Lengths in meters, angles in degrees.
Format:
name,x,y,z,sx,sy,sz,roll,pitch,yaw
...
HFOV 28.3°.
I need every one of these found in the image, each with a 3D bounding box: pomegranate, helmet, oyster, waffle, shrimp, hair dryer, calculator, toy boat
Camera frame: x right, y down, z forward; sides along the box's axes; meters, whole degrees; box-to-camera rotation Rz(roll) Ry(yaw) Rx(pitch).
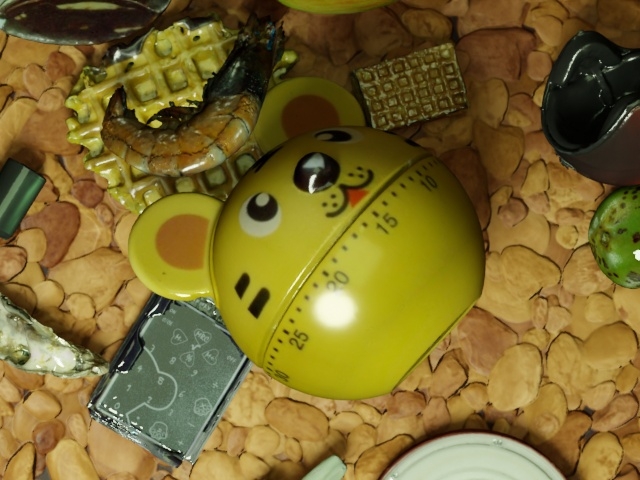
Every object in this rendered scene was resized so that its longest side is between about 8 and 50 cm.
name,x,y,z,sx,sy,sz,roll,pitch,yaw
pomegranate,0.452,-0.013,1.709,0.169,0.122,0.143,-5,57,-3
helmet,0.402,-0.169,1.678,0.216,0.193,0.189,-26,44,2
oyster,-0.376,0.137,1.657,0.200,0.061,0.106,42,101,8
waffle,-0.171,-0.171,1.694,0.307,0.060,0.312,35,83,-4
shrimp,-0.162,-0.191,1.613,0.222,0.054,0.290,8,53,28
hair dryer,-0.467,-0.089,1.670,0.198,0.057,0.100,31,83,6
calculator,-0.175,0.151,1.684,0.166,0.028,0.274,31,83,-3
waffle,0.122,-0.205,1.731,0.148,0.042,0.102,-16,86,-6
toy boat,-0.315,-0.331,1.674,0.262,0.114,0.115,-3,53,-6

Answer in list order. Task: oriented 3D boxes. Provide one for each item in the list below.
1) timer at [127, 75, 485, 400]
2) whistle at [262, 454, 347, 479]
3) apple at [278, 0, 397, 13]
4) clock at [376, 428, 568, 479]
name,x,y,z,sx,sy,sz,roll,pitch,yaw
timer,0.000,0.000,1.561,0.387,0.376,0.376,41,83,11
whistle,-0.063,0.373,1.642,0.253,0.102,0.106,-44,88,-4
apple,0.028,-0.451,1.603,0.339,0.339,0.339,0,86,-5
clock,0.202,0.409,1.676,0.318,0.080,0.318,0,86,-5
